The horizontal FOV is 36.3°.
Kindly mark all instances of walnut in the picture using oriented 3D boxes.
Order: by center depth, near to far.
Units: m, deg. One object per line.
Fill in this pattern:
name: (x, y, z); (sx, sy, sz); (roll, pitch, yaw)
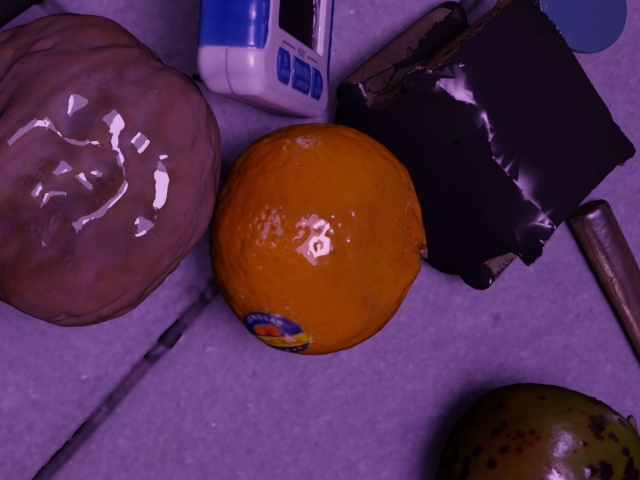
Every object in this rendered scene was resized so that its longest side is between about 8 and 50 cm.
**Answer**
walnut: (-0.222, -0.060, 0.852); (0.273, 0.227, 0.273); (-2, 99, -12)

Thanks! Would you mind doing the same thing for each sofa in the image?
sofa: (0.158, -0.107, 1.000); (0.200, 0.182, 0.258); (-42, 103, -26)

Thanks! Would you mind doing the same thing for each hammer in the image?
hammer: (0.395, 0.154, 1.114); (0.168, 0.044, 0.439); (-31, 101, -9)

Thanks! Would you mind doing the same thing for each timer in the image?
timer: (-0.048, -0.208, 0.881); (0.078, 0.253, 0.178); (4, 92, 14)

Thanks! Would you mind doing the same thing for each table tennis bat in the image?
table tennis bat: (0.271, -0.271, 1.069); (0.155, 0.019, 0.100); (35, 85, -15)

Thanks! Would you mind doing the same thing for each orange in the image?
orange: (-0.002, -0.001, 0.918); (0.193, 0.219, 0.219); (-10, 98, 30)

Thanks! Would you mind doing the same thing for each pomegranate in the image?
pomegranate: (0.254, 0.236, 1.001); (0.286, 0.231, 0.230); (-24, 99, -22)

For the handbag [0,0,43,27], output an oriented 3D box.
handbag: (-0.370, -0.280, 0.873); (0.275, 0.088, 0.244); (-38, 99, -6)
